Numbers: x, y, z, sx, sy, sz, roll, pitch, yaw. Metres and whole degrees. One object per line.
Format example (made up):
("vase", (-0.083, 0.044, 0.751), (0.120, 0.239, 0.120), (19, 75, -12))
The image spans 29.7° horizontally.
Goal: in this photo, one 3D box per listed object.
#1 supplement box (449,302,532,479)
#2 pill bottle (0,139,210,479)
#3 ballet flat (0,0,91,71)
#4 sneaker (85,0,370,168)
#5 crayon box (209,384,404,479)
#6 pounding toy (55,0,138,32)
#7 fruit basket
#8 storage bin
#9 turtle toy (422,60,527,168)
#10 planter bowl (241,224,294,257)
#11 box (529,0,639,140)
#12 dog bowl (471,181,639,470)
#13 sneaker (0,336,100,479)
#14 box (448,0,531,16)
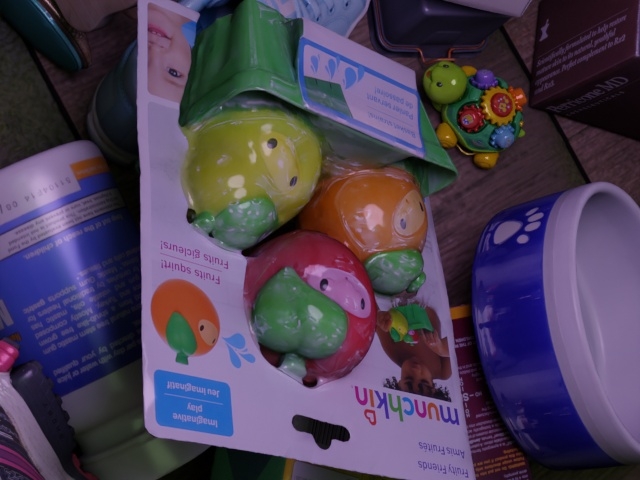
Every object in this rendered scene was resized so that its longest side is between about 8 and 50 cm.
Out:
("supplement box", (0.125, 0.159, 1.140), (0.081, 0.104, 0.188), (-9, 84, -24))
("pill bottle", (-0.194, 0.068, 0.994), (0.152, 0.152, 0.272), (-26, 91, -25))
("ballet flat", (-0.271, -0.237, 1.063), (0.206, 0.073, 0.067), (41, 59, -14))
("sneaker", (-0.049, -0.199, 1.106), (0.135, 0.150, 0.366), (47, 67, -10))
("crayon box", (-0.018, 0.277, 1.019), (0.202, 0.081, 0.318), (31, 64, -53))
("pounding toy", (-0.184, -0.316, 1.041), (0.155, 0.154, 0.269), (-27, 77, -47))
("fruit basket", (0.000, 0.000, 0.931), (0.327, 0.165, 0.353), (19, 49, -39))
("storage bin", (0.127, -0.233, 1.220), (0.135, 0.091, 0.098), (-3, 82, -23))
("turtle toy", (0.157, -0.137, 1.229), (0.130, 0.066, 0.095), (26, 71, -17))
("planter bowl", (-0.067, -0.002, 1.089), (0.217, 0.090, 0.217), (7, 77, -31))
("box", (0.438, -0.178, 1.289), (0.381, 0.191, 0.143), (15, 75, -20))
("dog bowl", (0.252, 0.083, 1.145), (0.265, 0.104, 0.265), (27, 55, -48))
("sneaker", (-0.233, 0.215, 0.931), (0.112, 0.121, 0.299), (-50, 124, -41))
("box", (0.151, -0.354, 1.189), (0.113, 0.094, 0.275), (11, 51, -16))
